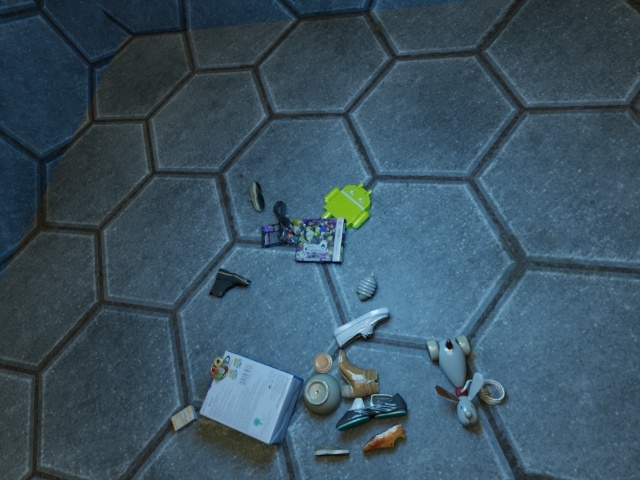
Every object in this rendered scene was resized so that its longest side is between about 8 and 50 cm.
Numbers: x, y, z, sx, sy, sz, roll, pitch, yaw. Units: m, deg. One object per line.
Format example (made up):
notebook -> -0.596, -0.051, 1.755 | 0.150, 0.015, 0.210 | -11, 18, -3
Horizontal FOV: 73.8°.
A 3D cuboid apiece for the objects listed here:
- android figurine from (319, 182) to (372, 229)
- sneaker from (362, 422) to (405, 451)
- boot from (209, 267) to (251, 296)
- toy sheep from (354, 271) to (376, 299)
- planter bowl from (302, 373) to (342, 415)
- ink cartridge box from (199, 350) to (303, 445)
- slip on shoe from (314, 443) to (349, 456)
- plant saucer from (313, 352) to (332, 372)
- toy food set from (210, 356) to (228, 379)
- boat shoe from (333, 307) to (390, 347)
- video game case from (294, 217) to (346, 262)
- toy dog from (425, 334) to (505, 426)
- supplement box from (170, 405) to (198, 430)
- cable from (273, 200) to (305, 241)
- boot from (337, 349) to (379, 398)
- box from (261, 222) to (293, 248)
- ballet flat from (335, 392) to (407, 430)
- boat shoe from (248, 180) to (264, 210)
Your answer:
android figurine -> 0.131, -0.164, 2.055 | 0.273, 0.056, 0.248 | -43, 61, -4
sneaker -> 0.234, 0.746, 1.581 | 0.175, 0.064, 0.068 | -29, 70, 4
boot -> -0.430, 0.223, 2.031 | 0.197, 0.077, 0.137 | 13, 74, 36
toy sheep -> 0.200, 0.197, 1.842 | 0.091, 0.091, 0.132 | 21, 91, 24
planter bowl -> -0.002, 0.605, 1.691 | 0.161, 0.109, 0.162 | -7, 64, 14
ink cartridge box -> -0.304, 0.626, 1.746 | 0.395, 0.151, 0.270 | 13, 68, 21
slip on shoe -> 0.043, 0.796, 1.623 | 0.135, 0.051, 0.041 | -12, 50, 17
plant saucer -> 0.009, 0.513, 1.786 | 0.083, 0.013, 0.084 | -7, 63, 13
toy food set -> -0.411, 0.522, 1.736 | 0.082, 0.020, 0.083 | 22, 71, 26
boat shoe -> 0.181, 0.365, 1.772 | 0.258, 0.095, 0.084 | -30, 64, 13
video game case -> 0.000, 0.000, 1.989 | 0.231, 0.042, 0.211 | 0, 73, 26
toy dog -> 0.506, 0.488, 1.566 | 0.220, 0.161, 0.334 | -34, 60, -1
supplement box -> -0.583, 0.762, 1.827 | 0.098, 0.036, 0.062 | -34, 61, -2
cable -> -0.171, -0.086, 2.084 | 0.139, 0.072, 0.287 | -51, 35, 8
boot -> 0.152, 0.528, 1.708 | 0.152, 0.073, 0.197 | -12, 71, 9
box -> -0.213, -0.029, 2.105 | 0.162, 0.029, 0.116 | -10, 62, 11
ballet flat -> 0.189, 0.648, 1.631 | 0.280, 0.095, 0.096 | -13, 52, -1
boat shoe -> -0.340, -0.219, 2.221 | 0.072, 0.068, 0.190 | -27, 50, 17
